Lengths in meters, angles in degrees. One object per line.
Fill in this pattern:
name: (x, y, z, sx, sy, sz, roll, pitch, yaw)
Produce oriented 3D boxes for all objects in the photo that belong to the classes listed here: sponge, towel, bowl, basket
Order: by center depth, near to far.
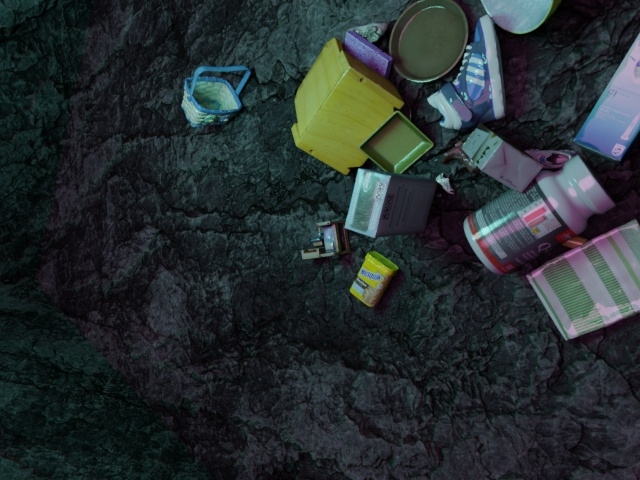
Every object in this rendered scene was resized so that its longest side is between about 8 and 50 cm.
bowl: (0.599, -0.760, 1.359, 0.156, 0.289, 0.289, -31, 72, -13)
towel: (0.791, 0.125, 1.362, 0.325, 0.038, 0.248, -33, 86, 31)
sponge: (0.163, -0.647, 1.718, 0.210, 0.031, 0.117, 44, 150, 22)
basket: (-0.445, -0.622, 2.036, 0.201, 0.254, 0.289, 57, 139, 18)

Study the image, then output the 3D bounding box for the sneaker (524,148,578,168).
sneaker: (0.654, -0.241, 1.425, 0.190, 0.083, 0.071, -1, 95, 35)

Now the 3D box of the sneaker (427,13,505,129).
sneaker: (0.442, -0.513, 1.512, 0.236, 0.130, 0.323, -7, 97, 28)

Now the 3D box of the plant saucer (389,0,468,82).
plant saucer: (0.362, -0.668, 1.612, 0.277, 0.041, 0.278, 3, 95, 34)

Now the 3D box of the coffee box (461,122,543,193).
coffee box: (0.518, -0.245, 1.396, 0.141, 0.246, 0.098, 28, 113, -11)

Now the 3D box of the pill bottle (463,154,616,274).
pill bottle: (0.619, -0.070, 1.383, 0.363, 0.210, 0.210, -37, 74, 31)

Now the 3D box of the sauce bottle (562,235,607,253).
sauce bottle: (0.764, 0.014, 1.395, 0.128, 0.042, 0.042, 24, 107, 29)

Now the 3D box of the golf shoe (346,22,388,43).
golf shoe: (0.170, -0.746, 1.730, 0.176, 0.086, 0.069, 25, 147, 49)

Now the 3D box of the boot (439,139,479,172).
boot: (0.464, -0.256, 1.581, 0.106, 0.037, 0.114, -46, 74, 30)

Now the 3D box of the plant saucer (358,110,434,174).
plant saucer: (0.258, -0.334, 1.655, 0.188, 0.188, 0.045, -40, 28, 29)

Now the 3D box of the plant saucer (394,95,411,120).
plant saucer: (0.249, -0.436, 1.712, 0.168, 0.029, 0.168, 3, 96, 33)

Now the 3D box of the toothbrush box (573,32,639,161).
toothbrush box: (0.801, -0.355, 1.237, 0.126, 0.216, 0.296, 36, 113, 26)

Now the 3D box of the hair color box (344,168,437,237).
hair color box: (0.236, -0.119, 1.536, 0.113, 0.374, 0.185, 20, 104, 31)

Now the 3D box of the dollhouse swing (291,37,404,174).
dollhouse swing: (0.086, -0.502, 1.767, 0.315, 0.305, 0.347, 28, 126, -16)

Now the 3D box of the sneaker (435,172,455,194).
sneaker: (0.425, -0.191, 1.611, 0.083, 0.032, 0.037, 50, 116, 19)

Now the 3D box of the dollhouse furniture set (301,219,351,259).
dollhouse furniture set: (0.000, 0.000, 1.851, 0.183, 0.129, 0.129, -9, 89, 34)

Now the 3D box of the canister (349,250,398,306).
canister: (0.193, 0.144, 1.768, 0.126, 0.073, 0.170, 36, 114, 27)
